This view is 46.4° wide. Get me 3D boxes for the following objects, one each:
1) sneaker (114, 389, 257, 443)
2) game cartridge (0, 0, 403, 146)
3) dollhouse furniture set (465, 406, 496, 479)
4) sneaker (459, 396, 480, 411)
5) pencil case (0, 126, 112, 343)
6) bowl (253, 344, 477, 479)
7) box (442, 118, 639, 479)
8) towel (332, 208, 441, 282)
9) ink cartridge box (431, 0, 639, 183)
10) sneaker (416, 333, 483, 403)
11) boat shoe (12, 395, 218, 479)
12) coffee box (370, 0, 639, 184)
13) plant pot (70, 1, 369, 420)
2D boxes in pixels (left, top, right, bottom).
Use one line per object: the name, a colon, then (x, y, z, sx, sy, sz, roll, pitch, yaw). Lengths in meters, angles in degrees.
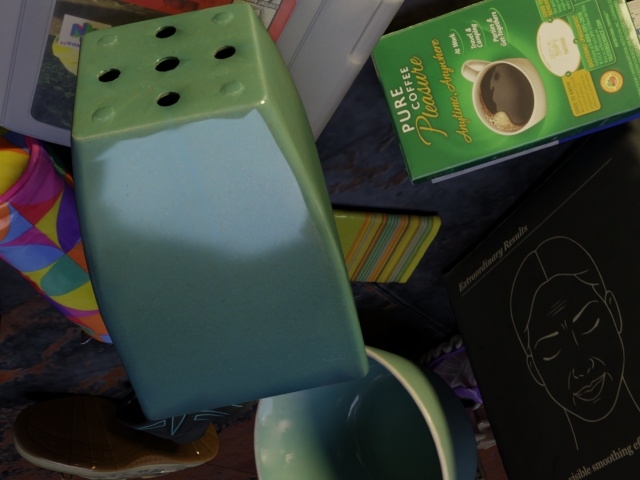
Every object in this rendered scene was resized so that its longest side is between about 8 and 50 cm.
sneaker: (-0.152, 0.173, 0.886, 0.106, 0.101, 0.267, 16, 136, -31)
game cartridge: (-0.111, -0.136, 0.505, 0.294, 0.060, 0.196, 7, 145, -26)
dollhouse furniture set: (0.234, 0.312, 1.088, 0.182, 0.101, 0.161, 2, 148, -32)
sneaker: (0.154, 0.252, 1.122, 0.186, 0.069, 0.084, 2, 142, -33)
pencil case: (-0.217, 0.002, 0.629, 0.104, 0.104, 0.236, -16, 145, 6)
bowl: (0.076, 0.270, 0.961, 0.163, 0.311, 0.311, -5, 150, -47)
box: (0.326, 0.129, 0.707, 0.212, 0.395, 0.293, 7, 142, -27)
towel: (0.000, 0.000, 0.760, 0.237, 0.021, 0.102, 5, 136, -21)
ink cartridge box: (0.179, -0.121, 0.616, 0.207, 0.046, 0.097, -18, 146, 8)
sneaker: (0.208, 0.179, 0.999, 0.095, 0.104, 0.236, 6, 143, -26)
boat shoe: (-0.273, 0.277, 0.990, 0.285, 0.104, 0.089, 19, 132, -37)
coffee box: (0.137, -0.121, 0.549, 0.184, 0.113, 0.040, -19, 177, 7)
plant pot: (-0.070, -0.022, 0.499, 0.166, 0.165, 0.234, -11, 138, -1)
